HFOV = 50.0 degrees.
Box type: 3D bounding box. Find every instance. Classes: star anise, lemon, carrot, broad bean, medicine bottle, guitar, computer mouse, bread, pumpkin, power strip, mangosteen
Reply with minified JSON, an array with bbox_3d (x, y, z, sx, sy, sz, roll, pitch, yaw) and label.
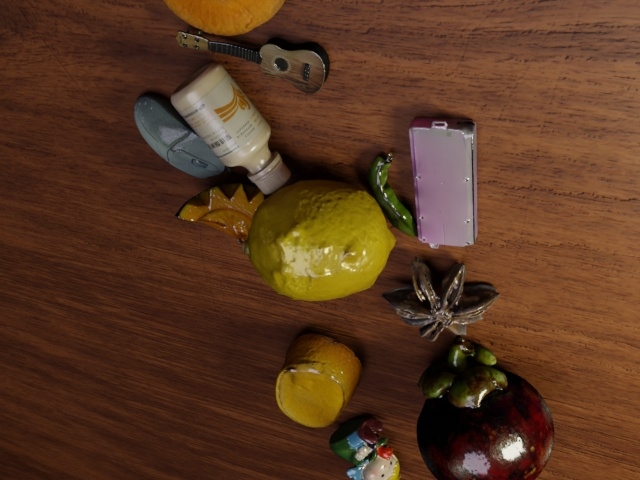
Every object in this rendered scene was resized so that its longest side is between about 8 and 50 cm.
[{"bbox_3d":[0.238,0.127,1.394,0.229,0.093,0.236,11,137,8],"label":"star anise"},{"bbox_3d":[0.000,0.000,1.273,0.288,0.233,0.233,0,135,-8],"label":"lemon"},{"bbox_3d":[-0.154,-0.450,1.042,0.258,0.100,0.307,29,144,-5],"label":"carrot"},{"bbox_3d":[0.132,-0.077,1.279,0.061,0.046,0.195,-2,128,30],"label":"broad bean"},{"bbox_3d":[-0.153,-0.196,1.254,0.114,0.114,0.252,-20,121,37],"label":"medicine bottle"},{"bbox_3d":[-0.117,-0.320,1.172,0.271,0.038,0.084,16,135,7],"label":"guitar"},{"bbox_3d":[-0.278,-0.193,1.348,0.229,0.068,0.113,38,137,-11],"label":"computer mouse"},{"bbox_3d":[-0.007,0.336,1.662,0.195,0.142,0.269,25,135,6],"label":"bread"},{"bbox_3d":[-0.160,-0.063,1.411,0.254,0.149,0.130,22,95,-18],"label":"pumpkin"},{"bbox_3d":[0.222,-0.099,1.220,0.109,0.037,0.279,6,132,20],"label":"power strip"},{"bbox_3d":[0.341,0.389,1.457,0.311,0.311,0.311,13,135,14],"label":"mangosteen"}]

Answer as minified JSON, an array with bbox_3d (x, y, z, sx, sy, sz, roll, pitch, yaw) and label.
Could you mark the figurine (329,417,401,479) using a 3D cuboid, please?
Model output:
[{"bbox_3d":[0.152,0.581,1.844,0.234,0.127,0.185,46,126,-5],"label":"figurine"}]
